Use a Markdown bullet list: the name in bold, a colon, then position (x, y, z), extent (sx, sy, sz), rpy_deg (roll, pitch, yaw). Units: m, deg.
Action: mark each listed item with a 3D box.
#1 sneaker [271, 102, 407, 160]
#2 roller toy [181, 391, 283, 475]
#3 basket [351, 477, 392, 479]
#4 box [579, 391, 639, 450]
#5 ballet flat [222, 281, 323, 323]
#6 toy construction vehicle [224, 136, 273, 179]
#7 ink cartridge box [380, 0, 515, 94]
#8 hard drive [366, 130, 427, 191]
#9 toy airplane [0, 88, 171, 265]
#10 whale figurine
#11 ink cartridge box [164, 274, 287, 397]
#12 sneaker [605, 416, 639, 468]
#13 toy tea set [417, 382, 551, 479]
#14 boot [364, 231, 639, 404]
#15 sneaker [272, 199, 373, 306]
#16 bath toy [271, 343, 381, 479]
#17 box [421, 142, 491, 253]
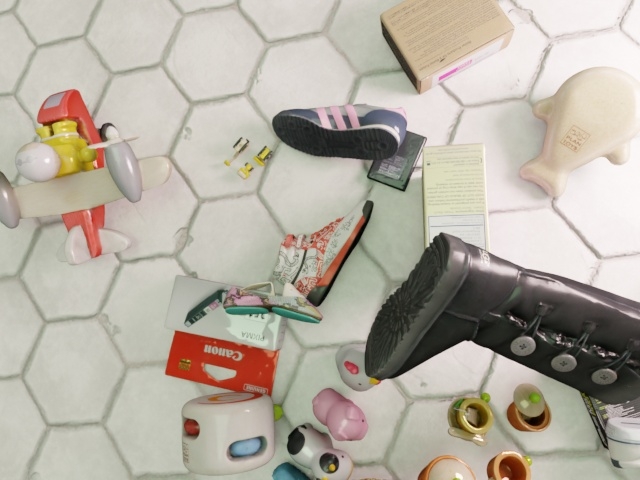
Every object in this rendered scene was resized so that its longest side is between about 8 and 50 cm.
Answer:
- **sneaker**: position (0.047, -0.266, 1.167), extent (0.319, 0.112, 0.131), rpy_deg (14, 52, 22)
- **roller toy**: position (-0.194, 0.403, 1.052), extent (0.210, 0.191, 0.146), rpy_deg (-5, 82, 9)
- **basket**: position (0.124, 0.568, 0.902), extent (0.300, 0.223, 0.213), rpy_deg (6, 84, -15)
- **box**: position (0.651, 0.267, 0.986), extent (0.270, 0.060, 0.216), rpy_deg (-22, 78, 6)
- **ballet flat**: position (-0.101, 0.128, 1.086), extent (0.222, 0.077, 0.079), rpy_deg (4, 66, 12)
- **toy construction vehicle**: position (-0.175, -0.202, 1.226), extent (0.086, 0.035, 0.098), rpy_deg (39, 93, 2)
- **ink cartridge box**: position (0.283, -0.479, 1.152), extent (0.235, 0.088, 0.193), rpy_deg (-27, 79, 5)
- **hard drive**: position (0.176, -0.191, 1.161), extent (0.094, 0.022, 0.135), rpy_deg (23, 87, 13)
- **toy airplane**: position (-0.588, -0.128, 1.165), extent (0.385, 0.272, 0.386), rpy_deg (36, 89, 13)
- **whale figurine**: position (0.544, -0.226, 1.061), extent (0.216, 0.141, 0.271), rpy_deg (36, 114, 14)
- **ink cartridge box**: position (-0.224, 0.219, 1.155), extent (0.276, 0.060, 0.238), rpy_deg (9, 82, 12)
- **sneaker**: position (0.653, 0.376, 0.902), extent (0.258, 0.094, 0.091), rpy_deg (0, 93, 18)
- **toy tea set**: position (0.316, 0.395, 0.930), extent (0.200, 0.124, 0.336), rpy_deg (31, 61, 8)
- **boot**: position (0.346, 0.195, 0.928), extent (0.446, 0.367, 0.146), rpy_deg (18, 45, -10)
- **sneaker**: position (-0.001, 0.001, 1.130), extent (0.145, 0.090, 0.270), rpy_deg (30, 90, 11)
- **bath toy**: position (0.028, 0.382, 1.048), extent (0.152, 0.129, 0.348), rpy_deg (26, 86, 13)
- **box**: position (0.268, -0.047, 1.024), extent (0.118, 0.213, 0.242), rpy_deg (-1, 81, 11)
